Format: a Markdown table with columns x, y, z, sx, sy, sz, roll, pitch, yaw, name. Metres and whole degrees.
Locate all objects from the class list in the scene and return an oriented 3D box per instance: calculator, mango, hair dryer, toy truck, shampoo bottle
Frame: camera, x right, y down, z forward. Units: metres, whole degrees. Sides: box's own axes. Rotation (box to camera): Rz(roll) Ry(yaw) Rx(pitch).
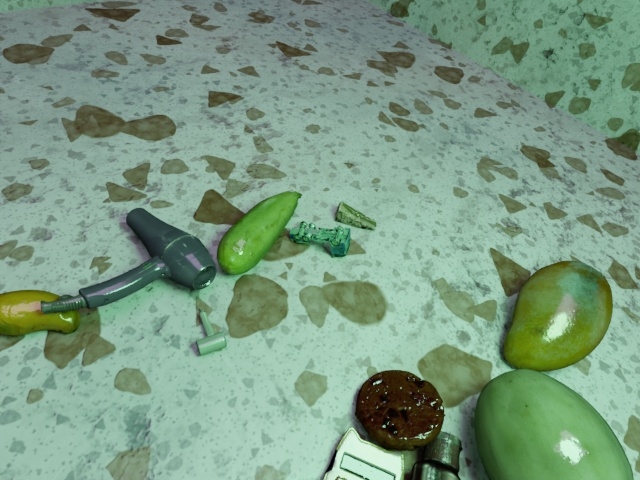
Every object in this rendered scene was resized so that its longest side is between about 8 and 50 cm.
| x | y | z | sx | sy | sz | roll | pitch | yaw | name |
| --- | --- | --- | --- | --- | --- | --- | --- | --- | --- |
| 0.073 | 0.498 | 0.777 | 0.157 | 0.033 | 0.236 | 23 | 51 | 4 | calculator |
| 0.626 | 0.195 | 1.075 | 0.384 | 0.199 | 0.221 | -36 | 73 | -22 | mango |
| -0.266 | 0.204 | 0.942 | 0.063 | 0.037 | 0.124 | -15 | 50 | -25 | hair dryer |
| -0.461 | 0.060 | 0.945 | 0.301 | 0.121 | 0.361 | 34 | 42 | 25 | hair dryer |
| -0.618 | 0.153 | 0.867 | 0.190 | 0.075 | 0.098 | 7 | 70 | -17 | mango |
| 0.000 | 0.000 | 1.170 | 0.175 | 0.081 | 0.067 | 6 | 45 | 16 | toy truck |
| 0.206 | 0.523 | 0.746 | 0.129 | 0.084 | 0.323 | 38 | 46 | -15 | shampoo bottle |

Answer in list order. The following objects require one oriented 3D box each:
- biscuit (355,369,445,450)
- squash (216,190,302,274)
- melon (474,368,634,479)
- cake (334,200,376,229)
| x | y | z | sx | sy | sz | roll | pitch | yaw | name |
| --- | --- | --- | --- | --- | --- | --- | --- | --- | --- |
| 0.169 | 0.360 | 0.874 | 0.192 | 0.049 | 0.192 | -8 | 28 | 4 | biscuit |
| -0.159 | -0.046 | 1.128 | 0.118 | 0.118 | 0.370 | 27 | 48 | 9 | squash |
| 0.442 | 0.411 | 0.801 | 0.272 | 0.271 | 0.308 | 15 | 31 | -1 | melon |
| 0.107 | -0.066 | 1.275 | 0.140 | 0.055 | 0.051 | 28 | 45 | -13 | cake |
